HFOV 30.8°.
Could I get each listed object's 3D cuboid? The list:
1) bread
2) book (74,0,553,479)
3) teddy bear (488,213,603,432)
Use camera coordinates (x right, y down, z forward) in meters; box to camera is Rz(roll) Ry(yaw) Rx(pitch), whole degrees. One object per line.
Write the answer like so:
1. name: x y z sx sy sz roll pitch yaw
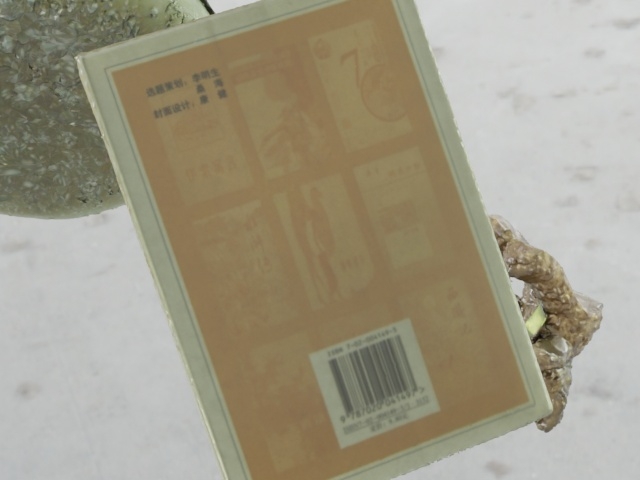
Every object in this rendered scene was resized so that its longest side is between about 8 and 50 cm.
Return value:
1. bread: -0.190 -0.097 0.773 0.267 0.267 0.040 -10 53 1
2. book: 0.000 0.000 0.569 0.170 0.241 0.018 -19 0 -11
3. teddy bear: 0.317 0.129 1.851 0.222 0.296 0.246 -48 25 7
